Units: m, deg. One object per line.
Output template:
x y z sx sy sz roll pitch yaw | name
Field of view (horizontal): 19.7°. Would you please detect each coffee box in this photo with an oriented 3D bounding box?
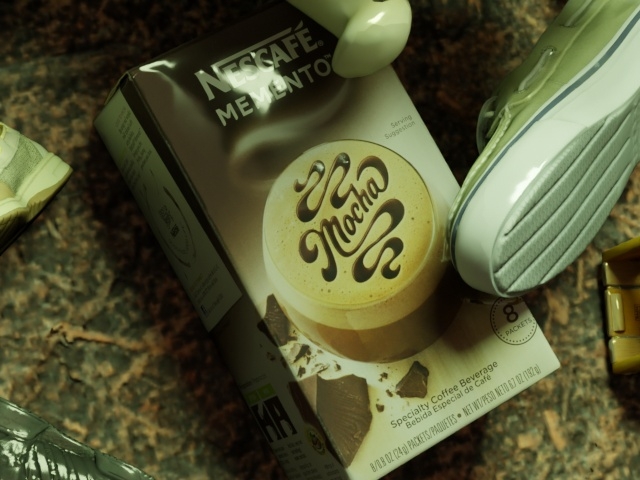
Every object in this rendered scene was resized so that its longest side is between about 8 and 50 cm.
0.000 0.000 1.204 0.168 0.119 0.297 -29 88 -22 | coffee box

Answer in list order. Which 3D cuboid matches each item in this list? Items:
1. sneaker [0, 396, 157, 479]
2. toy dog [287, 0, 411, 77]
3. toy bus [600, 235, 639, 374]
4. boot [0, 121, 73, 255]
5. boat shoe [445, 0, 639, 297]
-0.182 0.159 1.146 0.170 0.051 0.089 29 70 -5 | sneaker
0.039 -0.287 1.112 0.408 0.284 0.395 14 61 -1 | toy dog
0.301 0.044 1.303 0.191 0.104 0.202 43 69 -5 | toy bus
-0.250 -0.052 1.105 0.165 0.213 0.077 42 110 -4 | boot
0.153 -0.070 1.207 0.094 0.109 0.302 19 43 27 | boat shoe
